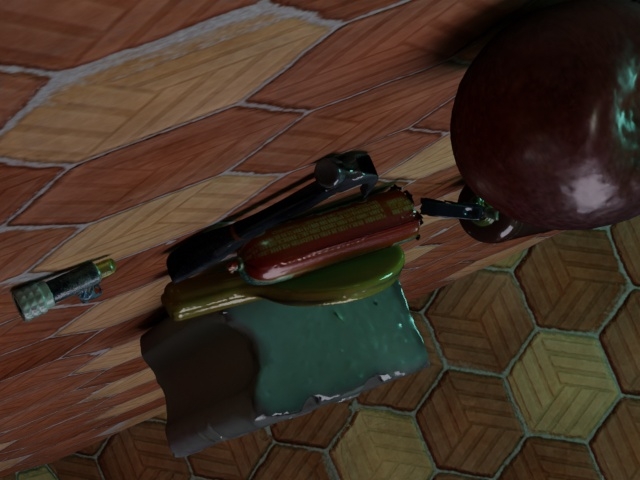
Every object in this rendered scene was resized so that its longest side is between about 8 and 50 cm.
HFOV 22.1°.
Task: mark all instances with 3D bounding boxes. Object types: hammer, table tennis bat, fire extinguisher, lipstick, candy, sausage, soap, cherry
[{"bbox_3d":[-0.059,-0.024,1.844,0.290,0.037,0.137,-28,170,30],"label":"hammer"},{"bbox_3d":[-0.047,0.043,2.090,0.321,0.050,0.198,-14,-155,-19],"label":"table tennis bat"},{"bbox_3d":[0.255,-0.053,2.385,0.138,0.102,0.344,12,-169,29],"label":"fire extinguisher"},{"bbox_3d":[-0.269,0.047,1.748,0.116,0.037,0.037,-25,173,-18],"label":"lipstick"},{"bbox_3d":[-0.268,0.060,1.880,0.030,0.020,0.083,-23,174,0],"label":"candy"},{"bbox_3d":[0.000,0.000,2.045,0.264,0.083,0.083,-17,171,-27],"label":"sausage"},{"bbox_3d":[-0.047,0.152,2.372,0.350,0.213,0.435,-16,174,-23],"label":"soap"},{"bbox_3d":[0.220,-0.117,1.464,0.239,0.206,0.239,-9,-153,5],"label":"cherry"}]

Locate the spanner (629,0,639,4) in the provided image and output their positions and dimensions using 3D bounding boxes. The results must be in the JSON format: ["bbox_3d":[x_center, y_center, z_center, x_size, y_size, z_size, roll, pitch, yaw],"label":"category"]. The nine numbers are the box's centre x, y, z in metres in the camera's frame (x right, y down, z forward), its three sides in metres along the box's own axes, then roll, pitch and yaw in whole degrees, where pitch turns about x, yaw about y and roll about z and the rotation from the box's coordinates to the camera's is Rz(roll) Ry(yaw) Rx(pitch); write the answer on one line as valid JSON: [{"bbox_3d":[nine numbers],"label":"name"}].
[{"bbox_3d":[0.319,-0.240,1.525,0.054,0.015,0.254,-21,173,-26],"label":"spanner"}]
